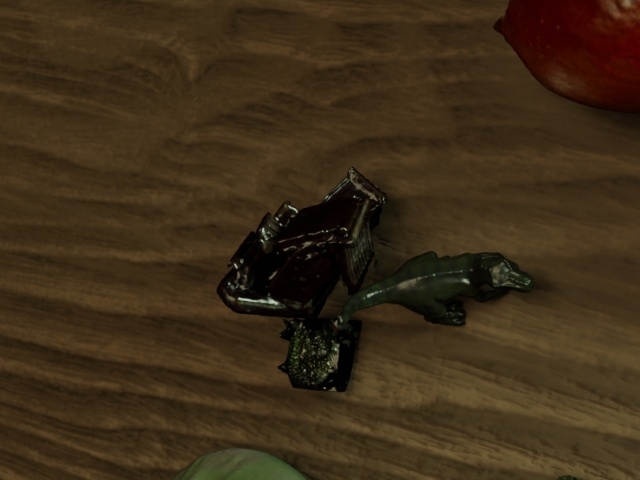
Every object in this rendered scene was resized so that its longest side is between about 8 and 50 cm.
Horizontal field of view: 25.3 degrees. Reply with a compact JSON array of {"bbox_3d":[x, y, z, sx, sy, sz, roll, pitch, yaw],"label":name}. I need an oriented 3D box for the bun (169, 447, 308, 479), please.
[{"bbox_3d":[-0.119,0.373,1.584,0.293,0.187,0.293,-7,76,29],"label":"bun"}]

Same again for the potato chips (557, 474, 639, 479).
[{"bbox_3d":[0.317,0.310,1.392,0.228,0.059,0.167,4,91,34],"label":"potato chips"}]

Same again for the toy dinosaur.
[{"bbox_3d":[0.121,0.036,1.507,0.187,0.179,0.087,-21,69,25],"label":"toy dinosaur"}]

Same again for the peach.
[{"bbox_3d":[0.327,-0.264,1.400,0.338,0.281,0.281,-9,74,42],"label":"peach"}]

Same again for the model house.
[{"bbox_3d":[-0.007,-0.007,1.592,0.141,0.203,0.164,27,119,-2],"label":"model house"}]

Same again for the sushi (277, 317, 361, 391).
[{"bbox_3d":[-0.004,0.131,1.645,0.085,0.056,0.083,0,87,32],"label":"sushi"}]
